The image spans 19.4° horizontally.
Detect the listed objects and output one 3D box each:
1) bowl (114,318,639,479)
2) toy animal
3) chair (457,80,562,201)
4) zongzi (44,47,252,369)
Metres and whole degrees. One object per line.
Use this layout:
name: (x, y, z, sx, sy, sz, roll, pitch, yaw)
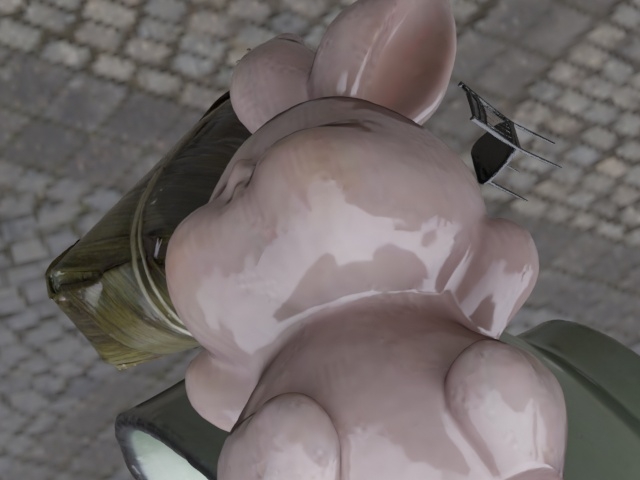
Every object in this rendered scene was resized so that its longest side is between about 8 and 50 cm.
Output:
bowl: (0.088, 0.157, 0.829, 0.185, 0.354, 0.354, -39, 150, -15)
toy animal: (-0.001, -0.001, 0.590, 0.124, 0.212, 0.124, -13, 150, -7)
chair: (0.106, -0.059, 1.157, 0.086, 0.037, 0.042, 31, 122, -33)
zongzi: (-0.017, -0.032, 1.132, 0.241, 0.247, 0.111, -10, 122, 49)
